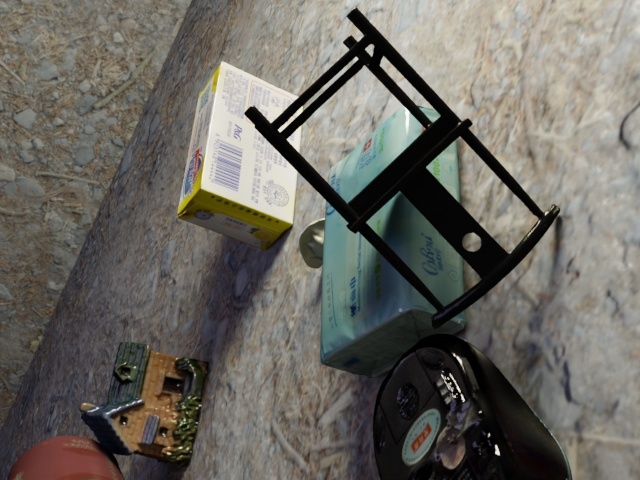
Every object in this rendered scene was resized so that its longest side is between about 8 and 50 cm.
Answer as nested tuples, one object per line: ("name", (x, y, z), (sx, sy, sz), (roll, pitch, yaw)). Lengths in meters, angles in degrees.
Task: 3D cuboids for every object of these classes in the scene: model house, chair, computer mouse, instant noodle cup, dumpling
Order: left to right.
("instant noodle cup", (-0.392, 0.428, 1.289), (0.234, 0.235, 0.178), (-64, 27, 12))
("model house", (-0.303, 0.269, 1.397), (0.166, 0.172, 0.182), (-24, 50, 60))
("dumpling", (0.000, -0.001, 1.107), (0.077, 0.059, 0.043), (-45, 43, 41))
("chair", (0.072, -0.067, 0.785), (0.154, 0.260, 0.141), (-43, 2, 2))
("computer mouse", (0.122, 0.179, 0.667), (0.137, 0.096, 0.233), (-62, 29, 28))

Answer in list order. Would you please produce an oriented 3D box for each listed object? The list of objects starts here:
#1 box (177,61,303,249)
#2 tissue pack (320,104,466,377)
("box", (-0.124, -0.136, 1.348), (0.097, 0.168, 0.265), (-38, 41, 47))
("tissue pack", (0.073, -0.001, 0.915), (0.177, 0.089, 0.263), (-39, 37, 48))
